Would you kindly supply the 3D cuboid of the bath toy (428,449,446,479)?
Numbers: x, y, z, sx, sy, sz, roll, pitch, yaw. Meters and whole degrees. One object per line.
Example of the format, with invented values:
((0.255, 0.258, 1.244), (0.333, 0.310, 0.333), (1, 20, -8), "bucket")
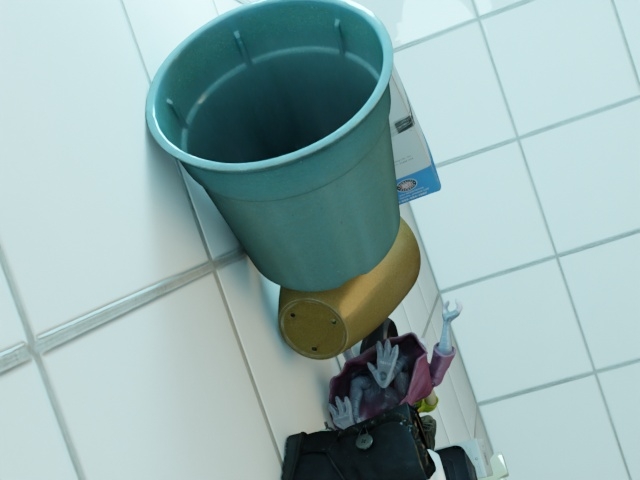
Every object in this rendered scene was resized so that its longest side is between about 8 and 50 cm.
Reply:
((0.152, 0.449, 1.525), (0.348, 0.129, 0.151), (76, 2, -66), "bath toy")

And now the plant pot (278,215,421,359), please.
((0.029, 0.082, 1.511), (0.237, 0.237, 0.254), (67, 27, -21), "plant pot")

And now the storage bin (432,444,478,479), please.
((0.219, 0.494, 1.769), (0.084, 0.180, 0.122), (59, 18, -47), "storage bin")

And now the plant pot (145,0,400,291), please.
((-0.034, -0.120, 1.307), (0.334, 0.341, 0.341), (70, 10, -50), "plant pot")

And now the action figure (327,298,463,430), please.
((0.168, 0.266, 1.684), (0.370, 0.248, 0.276), (12, 61, -68), "action figure")

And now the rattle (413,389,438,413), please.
((0.173, 0.354, 2.119), (0.200, 0.142, 0.130), (53, -16, -12), "rattle")

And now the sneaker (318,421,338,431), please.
((0.011, 0.322, 1.467), (0.069, 0.038, 0.098), (-96, 172, -48), "sneaker")

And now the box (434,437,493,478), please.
((0.309, 0.532, 2.116), (0.130, 0.170, 0.091), (36, 39, -69), "box")

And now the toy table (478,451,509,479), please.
((0.483, 0.754, 2.572), (0.252, 0.160, 0.274), (46, 27, -63), "toy table")

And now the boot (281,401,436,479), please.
((0.053, 0.335, 1.231), (0.246, 0.207, 0.094), (-86, 155, -58), "boot")

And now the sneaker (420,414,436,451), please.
((0.206, 0.439, 1.966), (0.227, 0.087, 0.130), (53, 34, -62), "sneaker")

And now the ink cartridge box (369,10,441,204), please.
((0.047, -0.228, 1.814), (0.395, 0.285, 0.166), (58, 17, -48), "ink cartridge box")

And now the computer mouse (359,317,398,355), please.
((0.117, 0.286, 1.907), (0.188, 0.072, 0.272), (62, 28, -44), "computer mouse")
